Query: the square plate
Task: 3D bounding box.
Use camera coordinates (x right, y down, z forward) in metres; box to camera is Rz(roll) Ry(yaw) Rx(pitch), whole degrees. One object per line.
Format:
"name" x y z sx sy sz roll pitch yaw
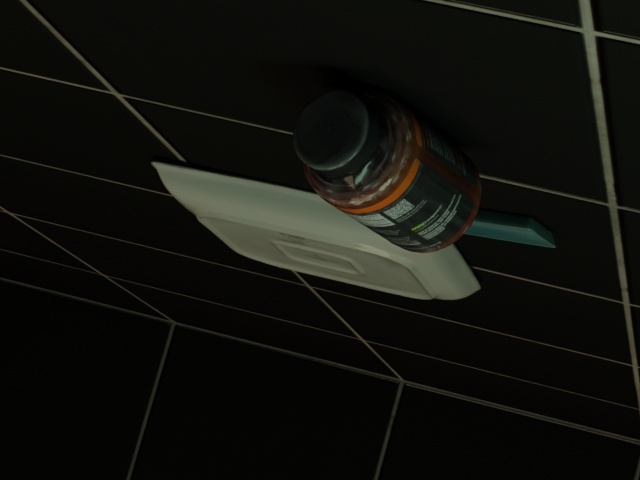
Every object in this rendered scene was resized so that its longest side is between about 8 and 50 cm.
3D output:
"square plate" 0.000 0.000 2.195 0.347 0.049 0.344 13 171 15

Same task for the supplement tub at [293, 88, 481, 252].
"supplement tub" 0.054 -0.063 1.561 0.106 0.106 0.198 10 168 31

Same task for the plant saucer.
"plant saucer" 0.150 -0.021 1.919 0.192 0.018 0.067 10 169 34
